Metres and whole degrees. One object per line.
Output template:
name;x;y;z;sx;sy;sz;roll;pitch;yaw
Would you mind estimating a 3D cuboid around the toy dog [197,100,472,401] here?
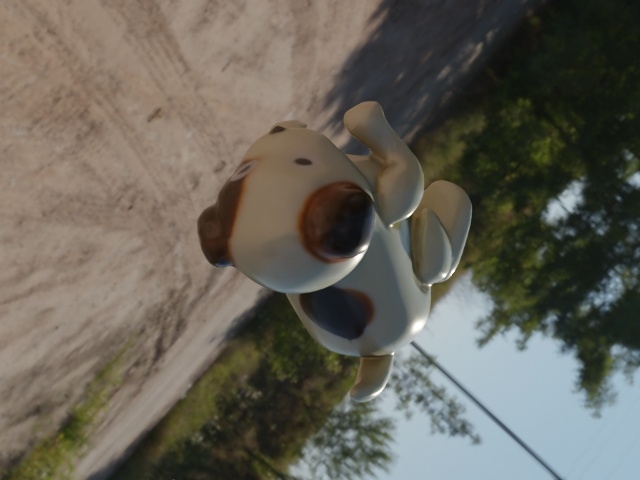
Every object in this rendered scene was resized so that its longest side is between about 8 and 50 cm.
toy dog;0.000;0.000;1.203;0.408;0.284;0.396;38;62;-59
